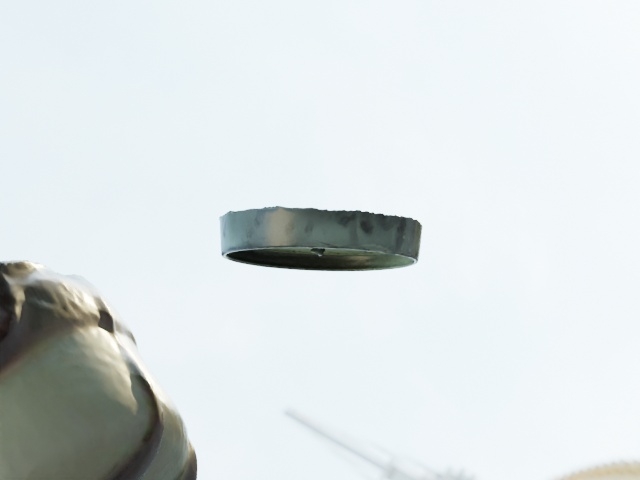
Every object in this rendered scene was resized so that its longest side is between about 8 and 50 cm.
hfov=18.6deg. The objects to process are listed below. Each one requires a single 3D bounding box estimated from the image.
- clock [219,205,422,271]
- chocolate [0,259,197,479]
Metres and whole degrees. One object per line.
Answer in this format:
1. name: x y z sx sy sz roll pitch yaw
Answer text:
1. clock: 0.000 0.000 0.800 0.085 0.085 0.017 13 -103 -56
2. chocolate: -0.217 0.164 1.325 0.283 0.186 0.283 -29 -25 -15
